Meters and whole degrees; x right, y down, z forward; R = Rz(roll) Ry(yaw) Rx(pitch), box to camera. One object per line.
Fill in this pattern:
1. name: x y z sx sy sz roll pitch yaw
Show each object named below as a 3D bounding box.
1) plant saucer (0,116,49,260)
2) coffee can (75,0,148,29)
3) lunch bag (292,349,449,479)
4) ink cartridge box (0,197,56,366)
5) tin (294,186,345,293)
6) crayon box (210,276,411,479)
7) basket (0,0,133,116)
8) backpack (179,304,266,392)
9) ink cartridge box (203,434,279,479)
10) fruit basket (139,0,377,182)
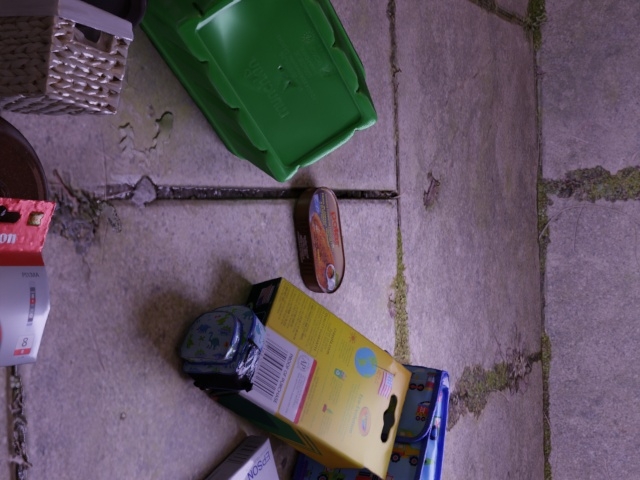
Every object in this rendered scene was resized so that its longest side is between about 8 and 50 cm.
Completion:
1. plant saucer: -0.358 -0.045 0.927 0.199 0.036 0.198 4 85 -58
2. coffee can: -0.248 -0.394 0.957 0.201 0.202 0.275 45 52 -49
3. lunch bag: 0.097 0.332 1.494 0.138 0.221 0.293 48 48 -53
4. ink cartridge box: -0.337 0.046 0.898 0.145 0.045 0.179 3 110 -59
5. tin: 0.000 0.000 1.524 0.106 0.040 0.189 -21 107 -53
6. crayon box: -0.003 0.226 1.377 0.319 0.081 0.202 38 55 -28
7. basket: -0.296 -0.189 0.911 0.113 0.167 0.103 9 86 -59
8. backpack: -0.134 0.144 1.228 0.084 0.105 0.114 59 40 -41
9. ink cartridge box: -0.124 0.443 1.294 0.223 0.045 0.223 -38 121 -54
10. fruit basket: -0.093 -0.318 1.236 0.392 0.283 0.392 57 1 -1
